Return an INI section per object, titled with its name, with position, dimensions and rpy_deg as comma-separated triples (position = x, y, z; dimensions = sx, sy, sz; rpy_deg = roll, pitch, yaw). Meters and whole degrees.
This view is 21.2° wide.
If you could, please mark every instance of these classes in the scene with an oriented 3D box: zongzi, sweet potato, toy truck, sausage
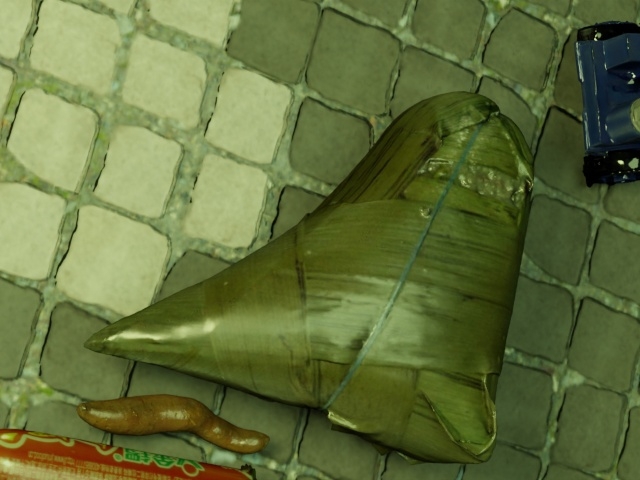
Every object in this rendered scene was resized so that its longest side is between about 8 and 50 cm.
[zongzi]
position = 0.000, 0.000, 1.462
dimensions = 0.360, 0.160, 0.323
rpy_deg = 16, 71, -17
[sweet potato]
position = -0.124, 0.149, 1.437
dimensions = 0.179, 0.044, 0.044
rpy_deg = 12, 78, -32
[toy truck]
position = 0.346, -0.140, 1.628
dimensions = 0.213, 0.177, 0.161
rpy_deg = -3, 84, -26
[sausage]
position = -0.179, 0.200, 1.383
dimensions = 0.264, 0.083, 0.083
rpy_deg = 14, 78, -23
